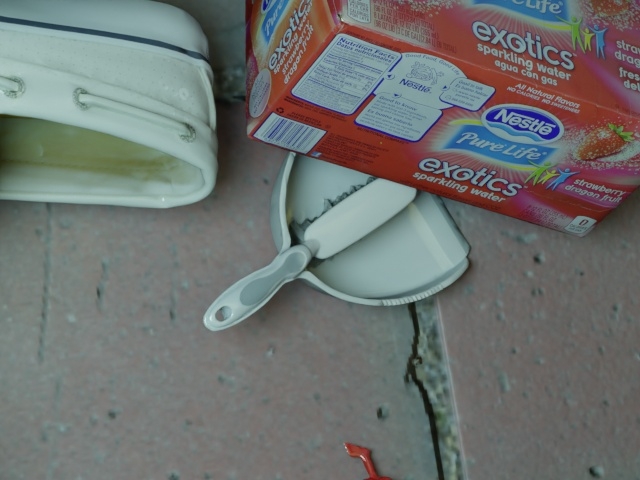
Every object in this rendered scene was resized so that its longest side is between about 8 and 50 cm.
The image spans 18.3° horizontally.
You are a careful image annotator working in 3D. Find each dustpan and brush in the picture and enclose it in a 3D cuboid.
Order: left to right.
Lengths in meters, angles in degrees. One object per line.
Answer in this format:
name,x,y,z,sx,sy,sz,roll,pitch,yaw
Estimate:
dustpan and brush,0.000,0.000,1.252,0.211,0.060,0.147,-34,98,-25

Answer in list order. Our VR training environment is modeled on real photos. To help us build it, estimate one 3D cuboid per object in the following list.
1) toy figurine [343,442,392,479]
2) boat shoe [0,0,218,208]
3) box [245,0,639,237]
toy figurine,0.021,0.289,1.138,0.191,0.217,0.362,49,66,-11
boat shoe,-0.223,-0.053,1.108,0.367,0.136,0.156,3,61,-31
box,0.092,-0.111,1.251,0.257,0.128,0.122,15,52,-23
